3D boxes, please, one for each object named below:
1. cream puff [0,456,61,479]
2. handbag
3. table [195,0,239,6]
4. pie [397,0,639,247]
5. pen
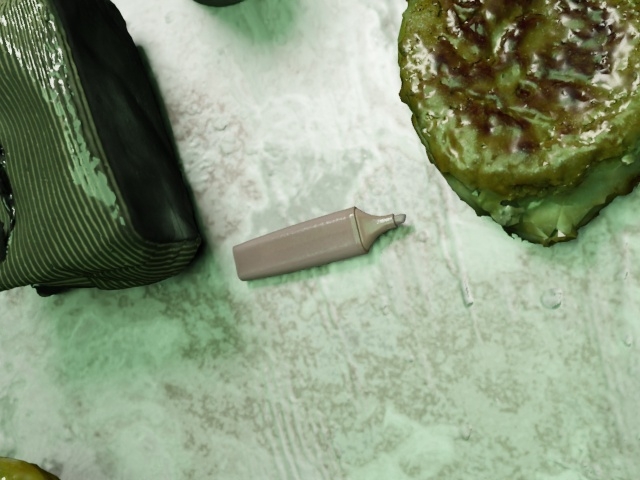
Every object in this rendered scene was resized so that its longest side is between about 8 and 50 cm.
[{"bbox_3d":[-0.321,0.405,1.326,0.323,0.270,0.274,51,134,14],"label":"cream puff"},{"bbox_3d":[-0.293,-0.092,1.328,0.240,0.247,0.340,-23,86,14],"label":"handbag"},{"bbox_3d":[-0.143,-0.337,1.318,0.126,0.220,0.126,-2,84,18],"label":"table"},{"bbox_3d":[0.222,-0.178,1.263,0.288,0.103,0.354,-21,78,8],"label":"pie"},{"bbox_3d":[0.000,0.000,1.349,0.197,0.032,0.053,-15,81,17],"label":"pen"}]
